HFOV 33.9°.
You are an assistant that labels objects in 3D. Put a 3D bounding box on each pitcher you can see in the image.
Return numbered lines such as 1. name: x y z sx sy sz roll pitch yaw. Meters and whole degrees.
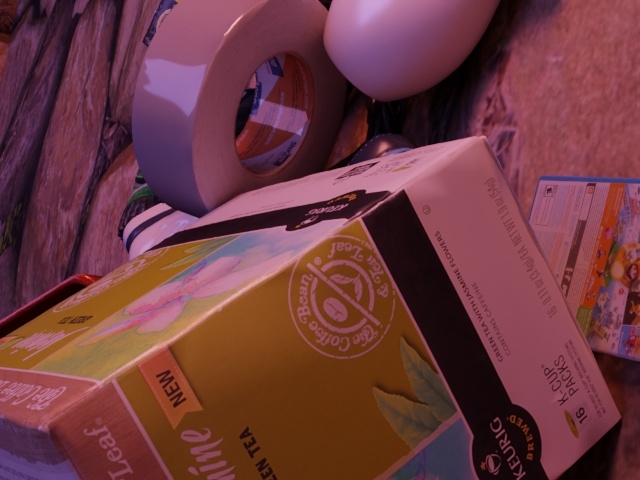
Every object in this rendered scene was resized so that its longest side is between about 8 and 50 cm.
1. pitcher: 0.099 -0.234 0.918 0.207 0.125 0.178 -44 27 26

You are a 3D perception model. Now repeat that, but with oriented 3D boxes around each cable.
1. cable: 0.027 -0.106 1.050 0.150 0.047 0.184 28 98 56

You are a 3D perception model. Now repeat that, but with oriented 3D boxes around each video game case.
1. video game case: 0.192 0.016 0.712 0.166 0.015 0.119 9 82 62

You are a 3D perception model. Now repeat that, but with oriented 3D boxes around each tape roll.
1. tape roll: -0.067 -0.120 0.944 0.072 0.219 0.219 21 94 31

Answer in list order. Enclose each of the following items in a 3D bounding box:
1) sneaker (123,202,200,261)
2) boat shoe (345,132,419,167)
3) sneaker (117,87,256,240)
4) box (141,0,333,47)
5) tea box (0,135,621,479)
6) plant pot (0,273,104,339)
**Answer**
1. sneaker: -0.104 -0.021 1.134 0.235 0.090 0.095 -36 39 10
2. boat shoe: 0.000 0.000 0.961 0.258 0.109 0.089 -55 43 25
3. sneaker: -0.150 -0.103 1.259 0.343 0.134 0.146 -30 49 52
4. box: -0.039 -0.279 1.053 0.060 0.270 0.216 39 116 14
5. tea box: -0.050 0.113 0.716 0.323 0.220 0.329 -35 13 -29
6. plant pot: -0.222 0.193 1.022 0.267 0.267 0.236 -30 -1 12
